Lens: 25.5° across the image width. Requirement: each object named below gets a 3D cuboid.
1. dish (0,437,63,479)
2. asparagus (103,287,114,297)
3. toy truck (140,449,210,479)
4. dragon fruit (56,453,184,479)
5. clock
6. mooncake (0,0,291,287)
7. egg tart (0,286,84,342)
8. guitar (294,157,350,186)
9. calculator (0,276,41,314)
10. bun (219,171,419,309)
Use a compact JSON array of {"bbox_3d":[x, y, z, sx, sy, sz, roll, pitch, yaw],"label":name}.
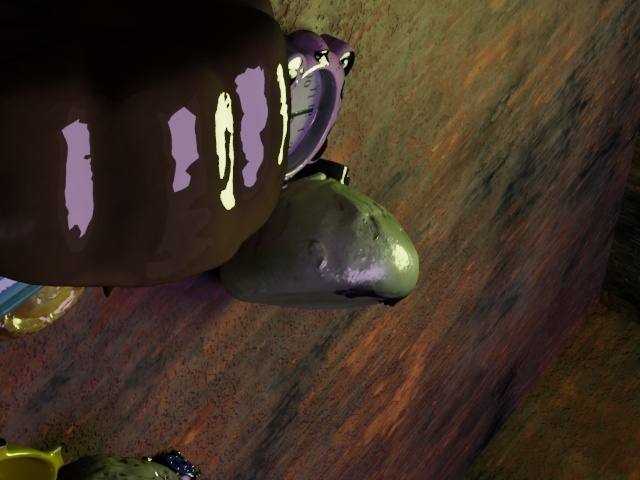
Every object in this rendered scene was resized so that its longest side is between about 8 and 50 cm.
[{"bbox_3d":[-0.435,0.325,1.663,0.262,0.108,0.221,-60,157,3],"label":"dish"},{"bbox_3d":[-0.260,-0.025,1.708,0.027,0.034,0.236,-32,143,-34],"label":"asparagus"},{"bbox_3d":[-0.225,0.434,2.139,0.213,0.177,0.161,-1,119,-64],"label":"toy truck"},{"bbox_3d":[-0.287,0.391,1.918,0.283,0.221,0.204,-29,-164,12],"label":"dragon fruit"},{"bbox_3d":[-0.051,-0.175,1.900,0.248,0.090,0.228,-25,139,-56],"label":"clock"},{"bbox_3d":[-0.207,-0.133,1.274,0.378,0.378,0.201,-34,141,-46],"label":"mooncake"},{"bbox_3d":[-0.332,0.034,1.563,0.232,0.098,0.252,-29,146,-45],"label":"egg tart"},{"bbox_3d":[0.018,-0.076,2.191,0.271,0.083,0.038,54,51,-73],"label":"guitar"},{"bbox_3d":[-0.358,0.076,1.352,0.386,0.054,0.256,-36,-178,-14],"label":"calculator"},{"bbox_3d":[0.000,0.000,2.039,0.293,0.293,0.187,28,62,-67],"label":"bun"}]
